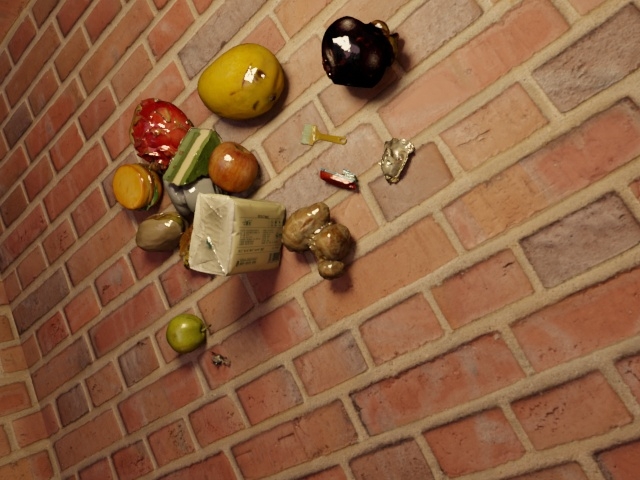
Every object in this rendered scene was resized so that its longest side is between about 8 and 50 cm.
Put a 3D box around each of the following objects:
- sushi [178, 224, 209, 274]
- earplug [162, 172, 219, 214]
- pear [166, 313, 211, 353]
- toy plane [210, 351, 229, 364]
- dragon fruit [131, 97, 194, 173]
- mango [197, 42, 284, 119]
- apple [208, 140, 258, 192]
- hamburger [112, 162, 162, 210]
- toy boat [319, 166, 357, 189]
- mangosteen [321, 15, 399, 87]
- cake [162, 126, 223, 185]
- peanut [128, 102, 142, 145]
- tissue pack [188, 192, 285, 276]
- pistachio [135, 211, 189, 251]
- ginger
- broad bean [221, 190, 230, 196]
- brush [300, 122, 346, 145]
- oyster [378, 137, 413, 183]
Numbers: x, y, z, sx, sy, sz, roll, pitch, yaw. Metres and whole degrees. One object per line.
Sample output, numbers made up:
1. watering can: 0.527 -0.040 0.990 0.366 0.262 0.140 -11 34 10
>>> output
1. sushi: -0.531 0.030 1.942 0.296 0.167 0.179 -44 48 14
2. earplug: -0.595 -0.213 1.955 0.326 0.175 0.214 10 132 39
3. pear: -0.593 0.421 1.977 0.216 0.166 0.180 -8 72 7
4. toy plane: -0.458 0.542 1.965 0.121 0.031 0.049 12 87 31
5. dragon fruit: -0.715 -0.477 1.977 0.278 0.277 0.342 0 85 29
6. mango: -0.352 -0.659 1.808 0.445 0.221 0.301 9 97 31
7. apple: -0.368 -0.307 1.816 0.211 0.211 0.187 45 110 21
8. hamburger: -0.880 -0.262 2.119 0.246 0.170 0.245 7 106 26
9. toy boat: 0.068 -0.245 1.662 0.173 0.069 0.058 21 79 25
10. mangosteen: 0.144 -0.658 1.531 0.288 0.288 0.232 9 104 28
11. cake: -0.533 -0.327 1.891 0.158 0.172 0.283 14 70 30
12. peanut: -0.887 -0.575 2.158 0.120 0.110 0.236 30 106 12
13. tissue pack: -0.311 -0.026 1.690 0.207 0.380 0.296 9 93 24
14. pistachio: -0.754 -0.029 2.055 0.288 0.166 0.197 -18 119 29
15. ginger: 0.000 0.000 1.646 0.304 0.155 0.244 43 107 23
16. broad bean: -0.446 -0.246 1.956 0.069 0.039 0.226 -17 82 33
17. brush: 0.014 -0.412 1.723 0.205 0.011 0.083 17 97 27
18. oyster: 0.262 -0.291 1.564 0.109 0.053 0.165 23 93 0
